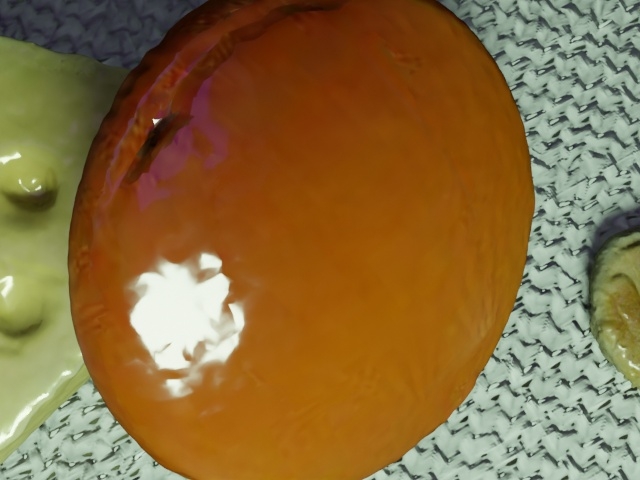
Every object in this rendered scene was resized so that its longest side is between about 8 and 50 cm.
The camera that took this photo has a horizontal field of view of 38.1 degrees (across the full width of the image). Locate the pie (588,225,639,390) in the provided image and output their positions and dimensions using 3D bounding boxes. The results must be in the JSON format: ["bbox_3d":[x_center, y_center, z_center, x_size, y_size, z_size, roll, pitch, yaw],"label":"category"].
[{"bbox_3d":[0.321,0.060,0.777,0.195,0.046,0.195,1,76,-4],"label":"pie"}]

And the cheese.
[{"bbox_3d":[-0.257,0.019,0.705,0.384,0.104,0.384,1,76,-5],"label":"cheese"}]

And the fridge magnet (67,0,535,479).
[{"bbox_3d":[0.000,0.000,0.637,0.363,0.155,0.363,-10,107,-34],"label":"fridge magnet"}]
